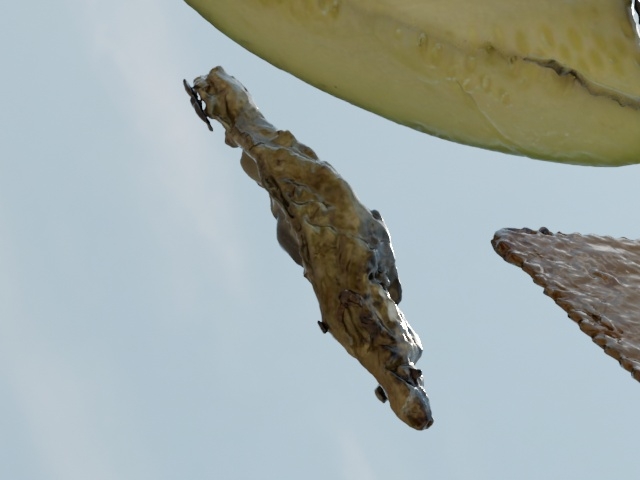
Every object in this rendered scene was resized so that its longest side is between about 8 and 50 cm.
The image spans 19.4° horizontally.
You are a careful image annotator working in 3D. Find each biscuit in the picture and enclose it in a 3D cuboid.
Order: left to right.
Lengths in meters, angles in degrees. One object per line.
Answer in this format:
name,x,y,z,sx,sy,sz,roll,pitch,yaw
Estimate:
biscuit,0.244,0.055,1.098,0.232,0.237,0.013,47,-55,48

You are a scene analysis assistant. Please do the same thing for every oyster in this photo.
oyster,-0.001,-0.002,1.317,0.345,0.079,0.128,56,-9,37

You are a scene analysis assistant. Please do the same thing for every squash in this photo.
squash,0.029,-0.095,0.936,0.093,0.252,0.169,99,-17,-57
